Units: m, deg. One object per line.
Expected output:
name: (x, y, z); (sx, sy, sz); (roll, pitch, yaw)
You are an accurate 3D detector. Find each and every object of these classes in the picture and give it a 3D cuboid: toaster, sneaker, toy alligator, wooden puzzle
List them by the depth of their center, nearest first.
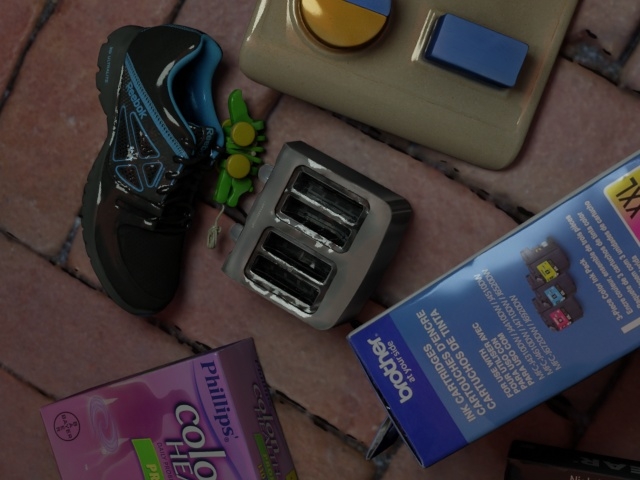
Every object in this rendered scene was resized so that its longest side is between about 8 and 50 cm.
wooden puzzle: (0.117, -0.279, 1.039); (0.322, 0.080, 0.348); (20, 100, -6)
toaster: (0.000, 0.000, 1.122); (0.185, 0.110, 0.168); (31, 102, 12)
sneaker: (-0.186, -0.080, 1.149); (0.139, 0.125, 0.341); (3, 94, 33)
toy alligator: (-0.095, -0.080, 1.178); (0.051, 0.056, 0.190); (6, 96, -25)

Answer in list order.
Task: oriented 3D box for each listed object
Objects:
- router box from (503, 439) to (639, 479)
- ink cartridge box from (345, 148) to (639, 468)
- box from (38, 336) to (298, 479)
router box: (0.338, 0.362, 1.059); (0.308, 0.081, 0.243); (8, 96, 15)
ink cartridge box: (0.201, 0.078, 0.984); (0.395, 0.270, 0.151); (-32, 79, 15)
box: (-0.173, 0.255, 1.182); (0.243, 0.117, 0.214); (-18, 88, 16)
